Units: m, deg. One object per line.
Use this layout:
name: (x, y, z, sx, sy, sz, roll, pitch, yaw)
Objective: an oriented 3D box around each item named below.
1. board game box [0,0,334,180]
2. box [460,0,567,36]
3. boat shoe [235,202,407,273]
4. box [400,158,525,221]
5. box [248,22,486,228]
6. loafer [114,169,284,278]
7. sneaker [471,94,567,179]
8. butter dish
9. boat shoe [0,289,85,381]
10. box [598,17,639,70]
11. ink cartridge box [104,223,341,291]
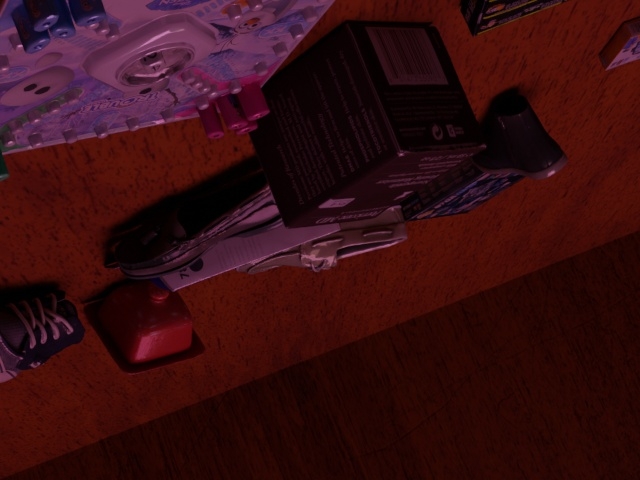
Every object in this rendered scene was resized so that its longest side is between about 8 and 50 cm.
board game box: (-0.164, -0.174, 1.461, 0.390, 0.050, 0.390, -15, 165, -31)
box: (0.259, -0.309, 1.635, 0.191, 0.045, 0.184, -22, 170, -6)
boat shoe: (0.000, 0.000, 2.364, 0.302, 0.094, 0.109, -20, 167, -11)
box: (0.260, -0.104, 2.473, 0.175, 0.051, 0.220, -9, 162, -45)
box: (0.049, -0.134, 1.718, 0.168, 0.167, 0.203, -8, 162, -47)
loafer: (-0.167, -0.032, 1.996, 0.267, 0.096, 0.084, -22, 147, 7)
sneaker: (0.283, -0.167, 2.226, 0.083, 0.118, 0.222, -38, -159, -17)
butter dish: (-0.271, 0.115, 2.331, 0.160, 0.160, 0.118, -14, 142, -35)
boat shoe: (-0.432, 0.119, 2.113, 0.158, 0.127, 0.340, -27, 176, -10)
box: (0.454, -0.286, 2.101, 0.081, 0.028, 0.136, -20, 166, -12)
ink cartridge box: (-0.146, 0.013, 2.155, 0.333, 0.065, 0.165, -18, -176, -12)
